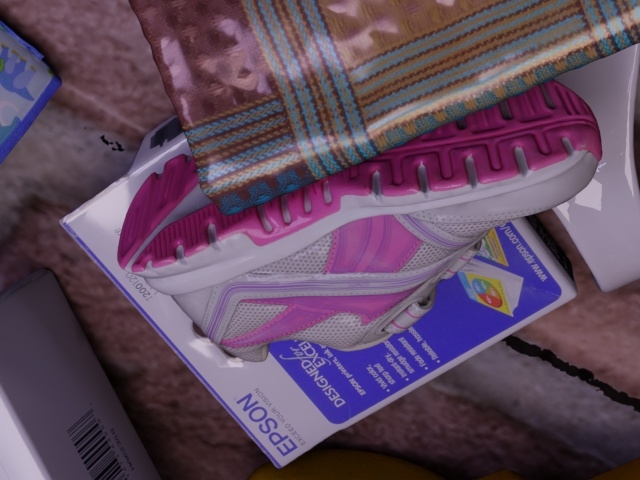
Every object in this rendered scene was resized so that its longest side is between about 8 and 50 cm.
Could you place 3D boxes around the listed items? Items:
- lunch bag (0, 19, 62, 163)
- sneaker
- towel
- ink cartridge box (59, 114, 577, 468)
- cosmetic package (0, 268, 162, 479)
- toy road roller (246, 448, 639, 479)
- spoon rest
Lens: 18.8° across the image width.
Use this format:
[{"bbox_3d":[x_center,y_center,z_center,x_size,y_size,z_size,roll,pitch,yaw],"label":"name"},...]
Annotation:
[{"bbox_3d":[-0.229,-0.071,1.011,0.129,0.096,0.151,43,83,-20],"label":"lunch bag"},{"bbox_3d":[0.029,-0.010,0.982,0.252,0.103,0.111,-16,131,23],"label":"sneaker"},{"bbox_3d":[0.065,-0.201,0.893,0.370,0.040,0.271,-23,86,14],"label":"towel"},{"bbox_3d":[0.000,0.000,1.069,0.208,0.045,0.206,-32,114,16],"label":"ink cartridge box"},{"bbox_3d":[-0.214,0.172,1.083,0.225,0.138,0.224,-26,95,16],"label":"cosmetic package"},{"bbox_3d":[0.091,0.218,1.131,0.329,0.240,0.202,-14,125,-34],"label":"toy road roller"},{"bbox_3d":[0.122,-0.083,0.998,0.137,0.084,0.276,-22,117,13],"label":"spoon rest"}]
